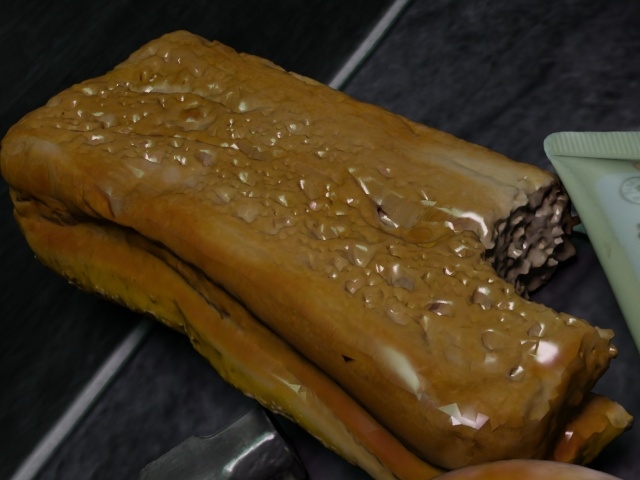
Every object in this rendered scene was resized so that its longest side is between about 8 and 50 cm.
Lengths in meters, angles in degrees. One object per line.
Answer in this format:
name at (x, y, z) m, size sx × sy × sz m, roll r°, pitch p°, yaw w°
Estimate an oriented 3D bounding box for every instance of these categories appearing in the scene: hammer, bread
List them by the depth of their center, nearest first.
hammer at (0.000, 0.222, 0.496) m, size 0.111 × 0.043 × 0.365 m, roll -32°, pitch 45°, yaw -2°
bread at (0.000, 0.000, 0.643) m, size 0.185 × 0.109 × 0.380 m, roll -33°, pitch 43°, yaw -31°

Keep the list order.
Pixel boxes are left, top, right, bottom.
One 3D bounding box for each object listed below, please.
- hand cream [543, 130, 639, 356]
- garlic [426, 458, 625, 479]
hand cream at (0.190, 0.054, 0.496) m, size 0.147 × 0.093 × 0.306 m, roll 0°, pitch 46°, yaw -6°
garlic at (0.091, 0.140, 0.438) m, size 0.206 × 0.128 × 0.115 m, roll 2°, pitch 72°, yaw 47°
